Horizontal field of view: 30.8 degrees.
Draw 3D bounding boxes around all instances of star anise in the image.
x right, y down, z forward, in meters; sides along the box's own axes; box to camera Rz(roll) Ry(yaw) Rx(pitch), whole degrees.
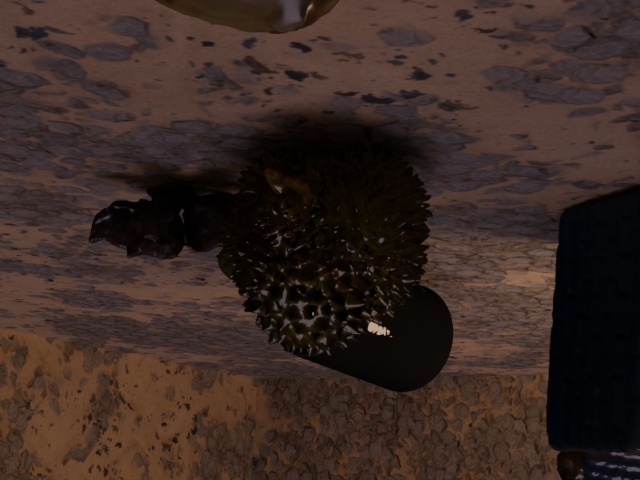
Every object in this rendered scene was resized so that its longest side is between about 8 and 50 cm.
[{"bbox_3d":[-0.180,-0.030,1.529,0.214,0.099,0.220,-2,-172,43],"label":"star anise"}]

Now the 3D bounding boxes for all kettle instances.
[{"bbox_3d":[0.058,0.121,2.061,0.203,0.262,0.308,-42,143,20],"label":"kettle"}]

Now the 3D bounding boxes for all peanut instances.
[{"bbox_3d":[-0.057,-0.197,0.759,0.159,0.109,0.140,20,151,-18],"label":"peanut"}]

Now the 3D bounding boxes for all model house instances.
[{"bbox_3d":[0.522,0.159,1.520,0.445,0.395,0.400,5,166,17],"label":"model house"}]

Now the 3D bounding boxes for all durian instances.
[{"bbox_3d":[0.010,0.004,1.357,0.258,0.258,0.293,7,147,-16],"label":"durian"}]

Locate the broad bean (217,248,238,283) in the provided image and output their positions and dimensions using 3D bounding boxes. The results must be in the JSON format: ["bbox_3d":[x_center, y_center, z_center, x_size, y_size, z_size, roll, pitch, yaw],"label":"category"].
[{"bbox_3d":[-0.054,0.034,1.815,0.189,0.121,0.263,4,-177,-30],"label":"broad bean"}]
